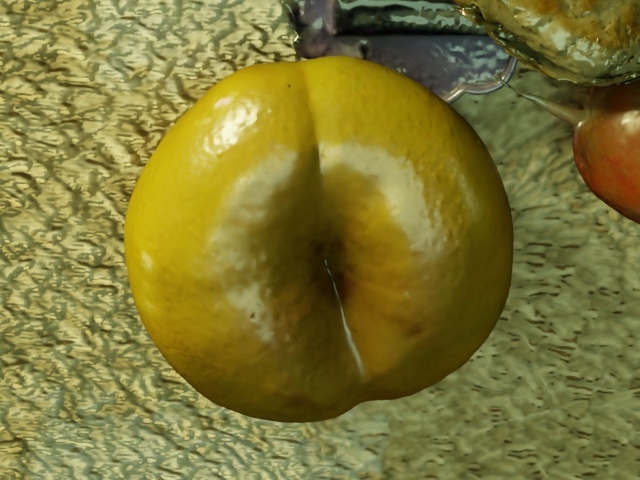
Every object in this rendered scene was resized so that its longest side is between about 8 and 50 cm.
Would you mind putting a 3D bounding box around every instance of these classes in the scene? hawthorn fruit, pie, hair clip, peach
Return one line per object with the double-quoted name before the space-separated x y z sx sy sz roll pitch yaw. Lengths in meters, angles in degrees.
"hawthorn fruit" 0.222 -0.059 1.014 0.189 0.149 0.149 -10 120 20
"pie" 0.149 -0.174 0.944 0.193 0.079 0.163 42 76 1
"hair clip" 0.073 -0.139 1.003 0.195 0.052 0.124 -3 112 1
"peach" 0.000 0.000 1.010 0.251 0.153 0.251 -6 128 -8
